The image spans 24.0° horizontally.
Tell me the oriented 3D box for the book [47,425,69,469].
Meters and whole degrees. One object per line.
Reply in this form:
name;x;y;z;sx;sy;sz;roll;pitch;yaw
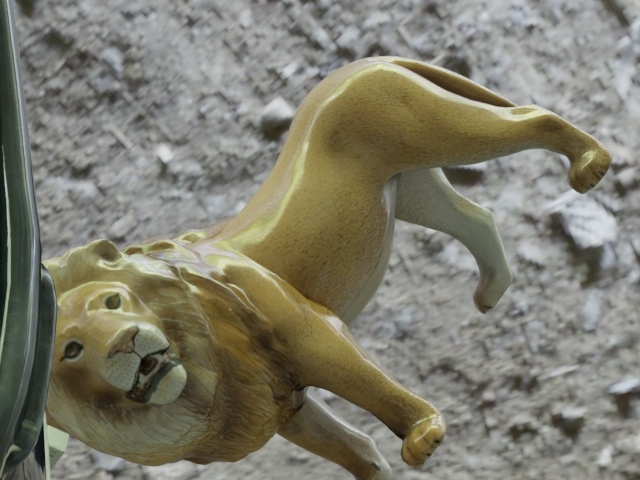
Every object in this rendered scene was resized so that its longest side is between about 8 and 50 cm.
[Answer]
book;-0.274;0.202;1.437;0.035;0.144;0.096;25;37;-20

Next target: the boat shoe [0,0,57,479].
boat shoe;-0.188;-0.095;0.510;0.186;0.156;0.500;-8;69;-19

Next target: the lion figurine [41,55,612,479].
lion figurine;0.000;0.000;0.913;0.240;0.142;0.392;37;56;-1
